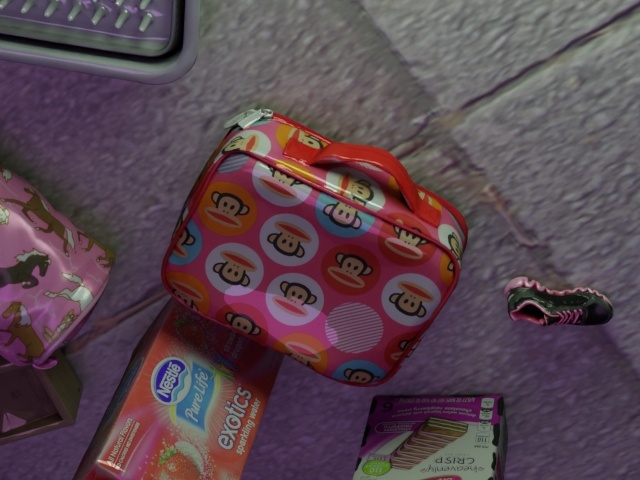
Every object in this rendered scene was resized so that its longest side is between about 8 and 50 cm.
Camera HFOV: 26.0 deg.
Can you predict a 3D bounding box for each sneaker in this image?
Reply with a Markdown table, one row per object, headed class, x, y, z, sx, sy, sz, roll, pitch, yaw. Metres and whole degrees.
| class | x | y | z | sx | sy | sz | roll | pitch | yaw |
| --- | --- | --- | --- | --- | --- | --- | --- | --- | --- |
| sneaker | 0.256 | 0.077 | 1.494 | 0.119 | 0.057 | 0.047 | 9 | 123 | 6 |

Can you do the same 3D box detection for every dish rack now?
| class | x | y | z | sx | sy | sz | roll | pitch | yaw |
| --- | --- | --- | --- | --- | --- | --- | --- | --- | --- |
| dish rack | -0.268 | -0.307 | 1.342 | 0.333 | 0.072 | 0.285 | 10 | 125 | 6 |

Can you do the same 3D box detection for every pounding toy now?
| class | x | y | z | sx | sy | sz | roll | pitch | yaw |
| --- | --- | --- | --- | --- | --- | --- | --- | --- | --- |
| pounding toy | -0.382 | 0.164 | 1.686 | 0.141 | 0.100 | 0.130 | -17 | 120 | 10 |

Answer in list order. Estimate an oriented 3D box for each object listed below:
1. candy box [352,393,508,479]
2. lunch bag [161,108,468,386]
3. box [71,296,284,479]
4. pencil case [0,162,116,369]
| class | x | y | z | sx | sy | sz | roll | pitch | yaw |
| --- | --- | --- | --- | --- | --- | --- | --- | --- | --- |
| candy box | 0.120 | 0.270 | 1.547 | 0.159 | 0.233 | 0.071 | -3 | 123 | 14 |
| lunch bag | 0.000 | 0.000 | 1.460 | 0.293 | 0.120 | 0.258 | 28 | 125 | -6 |
| box | -0.163 | 0.214 | 1.533 | 0.154 | 0.300 | 0.142 | 31 | 127 | -7 |
| pencil case | -0.409 | -0.020 | 1.517 | 0.386 | 0.160 | 0.167 | 37 | 123 | -14 |
